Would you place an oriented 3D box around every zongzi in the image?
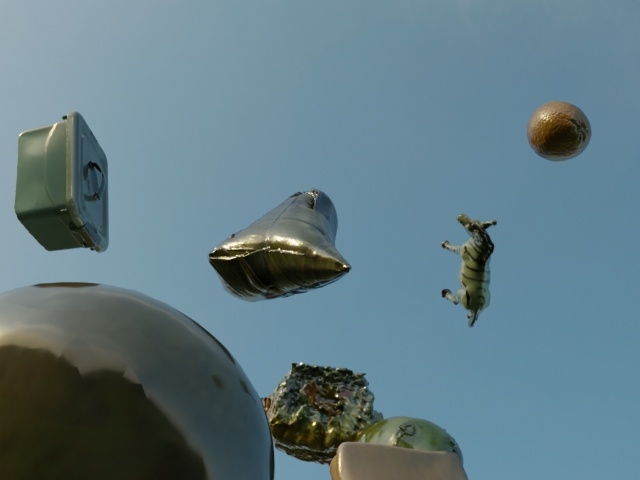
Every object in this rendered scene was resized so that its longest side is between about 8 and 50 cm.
[{"bbox_3d":[0.000,0.000,1.237,0.300,0.286,0.138,-7,-67,43],"label":"zongzi"}]

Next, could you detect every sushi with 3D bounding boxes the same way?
[{"bbox_3d":[-0.007,0.354,1.494,0.274,0.184,0.139,9,-39,4],"label":"sushi"}]

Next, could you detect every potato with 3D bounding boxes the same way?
[{"bbox_3d":[0.147,0.406,1.291,0.149,0.186,0.253,25,-14,-23],"label":"potato"}]

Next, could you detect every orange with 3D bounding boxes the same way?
[{"bbox_3d":[0.305,-0.139,0.924,0.085,0.085,0.085,12,-56,19],"label":"orange"}]

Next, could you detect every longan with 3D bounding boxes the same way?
[{"bbox_3d":[-0.226,0.209,0.674,0.361,0.361,0.360,12,-56,19],"label":"longan"}]

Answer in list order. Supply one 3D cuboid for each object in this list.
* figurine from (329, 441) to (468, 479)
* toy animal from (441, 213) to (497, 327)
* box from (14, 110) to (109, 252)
[{"bbox_3d":[0.022,0.228,0.437,0.141,0.162,0.236,2,-46,-26],"label":"figurine"},{"bbox_3d":[0.278,0.056,1.319,0.074,0.176,0.216,-5,-86,-8],"label":"toy animal"},{"bbox_3d":[-0.439,-0.096,1.260,0.130,0.226,0.162,-10,-29,1],"label":"box"}]
